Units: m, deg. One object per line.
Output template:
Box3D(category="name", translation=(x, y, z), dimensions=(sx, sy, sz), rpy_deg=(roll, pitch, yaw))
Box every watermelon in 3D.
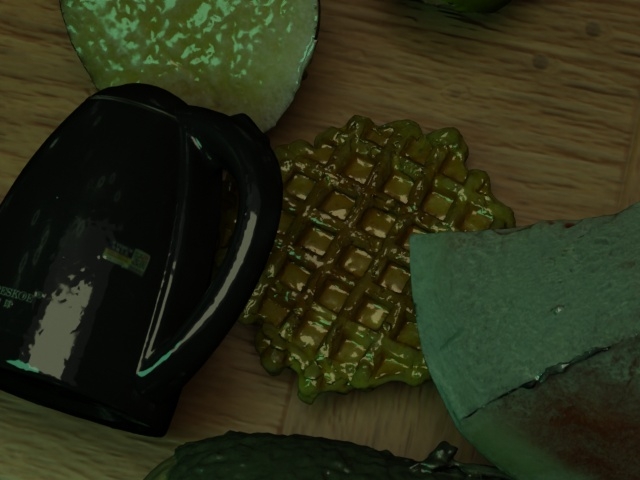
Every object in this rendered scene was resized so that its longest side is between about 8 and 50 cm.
Box3D(category="watermelon", translation=(0.256, 0.073, 1.481), dimensions=(0.387, 0.258, 0.228), rpy_deg=(25, 37, -4))

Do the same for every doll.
Box3D(category="doll", translation=(0.013, 0.274, 1.504), dimensions=(0.349, 0.247, 0.247), rpy_deg=(-3, 75, -5))

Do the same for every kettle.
Box3D(category="kettle", translation=(-0.157, 0.008, 1.572), dimensions=(0.268, 0.207, 0.290), rpy_deg=(11, 73, 34))

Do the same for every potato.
Box3D(category="potato", translation=(-0.108, -0.235, 1.668), dimensions=(0.239, 0.116, 0.299), rpy_deg=(-13, 106, 19))

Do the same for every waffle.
Box3D(category="waffle", translation=(0.038, 0.013, 1.637), dimensions=(0.291, 0.051, 0.291), rpy_deg=(-1, 68, 1))

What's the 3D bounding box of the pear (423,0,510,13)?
Box3D(category="pear", translation=(0.133, -0.318, 1.665), dimensions=(0.187, 0.187, 0.220), rpy_deg=(15, 98, 8))
